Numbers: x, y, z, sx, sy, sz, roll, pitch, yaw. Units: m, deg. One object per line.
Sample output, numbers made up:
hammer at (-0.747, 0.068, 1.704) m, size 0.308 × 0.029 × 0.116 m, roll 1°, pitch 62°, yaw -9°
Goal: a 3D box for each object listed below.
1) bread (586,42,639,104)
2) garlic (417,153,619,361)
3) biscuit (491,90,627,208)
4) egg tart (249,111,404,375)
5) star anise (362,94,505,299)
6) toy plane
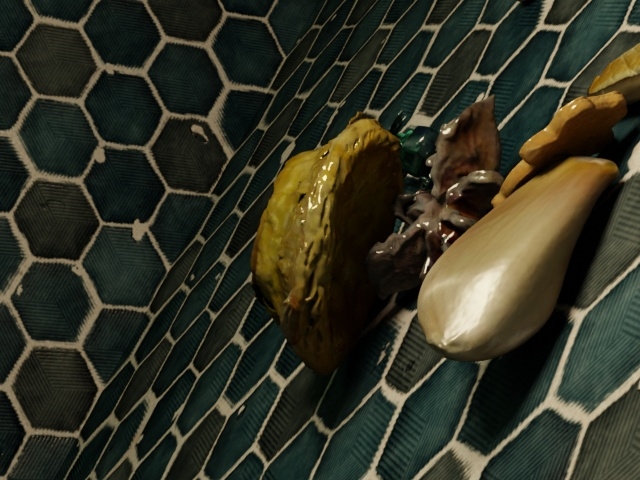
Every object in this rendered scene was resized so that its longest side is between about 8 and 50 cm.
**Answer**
bread at (0.357, -0.181, 1.864) m, size 0.073 × 0.053 × 0.214 m, roll -55°, pitch 11°, yaw -20°
garlic at (0.200, 0.022, 1.780) m, size 0.143 × 0.112 × 0.318 m, roll -12°, pitch 36°, yaw 53°
biscuit at (0.262, -0.097, 1.886) m, size 0.133 × 0.027 × 0.184 m, roll -20°, pitch -27°, yaw -29°
egg tart at (0.002, -0.004, 2.147) m, size 0.341 × 0.129 × 0.341 m, roll 16°, pitch -90°, yaw -75°
star anise at (0.139, -0.034, 2.106) m, size 0.257 × 0.110 × 0.198 m, roll -49°, pitch 26°, yaw 46°
toy plane at (0.123, -0.114, 2.378) m, size 0.060 × 0.096 × 0.235 m, roll -56°, pitch -4°, yaw -16°
